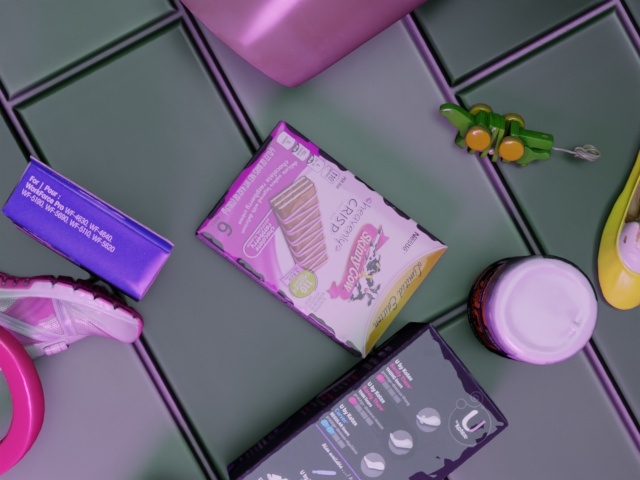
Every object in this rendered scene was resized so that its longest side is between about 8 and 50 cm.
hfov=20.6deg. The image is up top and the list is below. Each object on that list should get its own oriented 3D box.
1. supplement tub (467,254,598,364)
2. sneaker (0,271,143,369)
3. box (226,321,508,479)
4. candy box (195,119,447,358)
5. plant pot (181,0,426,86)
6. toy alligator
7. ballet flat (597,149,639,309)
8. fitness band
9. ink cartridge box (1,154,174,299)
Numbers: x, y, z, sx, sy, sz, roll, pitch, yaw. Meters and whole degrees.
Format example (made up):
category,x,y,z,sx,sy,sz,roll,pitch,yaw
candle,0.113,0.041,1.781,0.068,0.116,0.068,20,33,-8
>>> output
category,x,y,z,sx,sy,sz,roll,pitch,yaw
supplement tub,0.224,0.074,1.913,0.117,0.190,0.117,0,88,-5
sneaker,-0.319,0.091,1.914,0.252,0.103,0.111,8,92,1
box,0.047,0.224,1.905,0.270,0.165,0.143,-39,92,-5
candy box,0.000,0.000,1.953,0.233,0.071,0.159,37,85,-4
plant pot,-0.004,-0.324,1.866,0.323,0.323,0.280,40,102,-3
toy alligator,0.218,-0.106,1.989,0.190,0.056,0.051,17,129,-6
ballet flat,0.371,-0.034,1.986,0.077,0.077,0.231,19,87,-5
fitness band,-0.433,0.160,1.869,0.291,0.054,0.209,-1,109,13
ink cartridge box,-0.237,-0.005,1.800,0.165,0.333,0.065,33,83,-3
